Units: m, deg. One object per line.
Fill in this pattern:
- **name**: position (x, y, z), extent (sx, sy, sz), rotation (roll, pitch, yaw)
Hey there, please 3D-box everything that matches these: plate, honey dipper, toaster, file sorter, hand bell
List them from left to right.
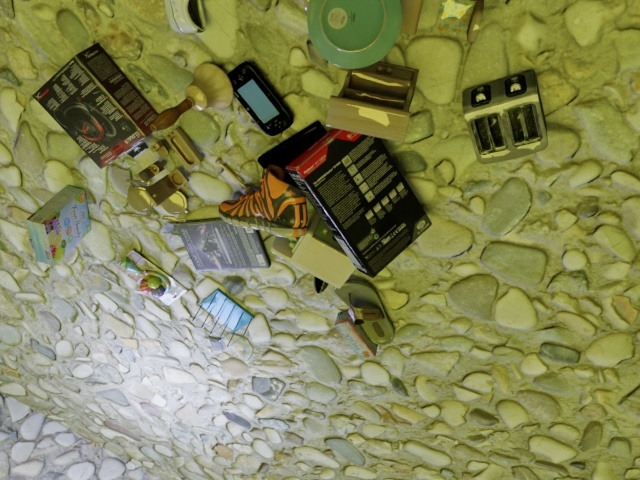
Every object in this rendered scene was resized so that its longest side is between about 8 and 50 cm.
- **hand bell**: position (-0.336, -0.334, 1.362), extent (0.126, 0.242, 0.126), rotation (20, 135, 21)
- **file sorter**: position (-0.345, 0.278, 1.938), extent (0.170, 0.104, 0.118), rotation (41, 128, -15)
- **honey dipper**: position (-0.245, -0.178, 1.606), extent (0.161, 0.030, 0.030), rotation (42, 127, -14)
- **plate**: position (0.063, -0.430, 1.064), extent (0.188, 0.024, 0.188), rotation (3, 107, 10)
- **toaster**: position (0.426, -0.275, 1.272), extent (0.168, 0.110, 0.185), rotation (-11, 123, 25)

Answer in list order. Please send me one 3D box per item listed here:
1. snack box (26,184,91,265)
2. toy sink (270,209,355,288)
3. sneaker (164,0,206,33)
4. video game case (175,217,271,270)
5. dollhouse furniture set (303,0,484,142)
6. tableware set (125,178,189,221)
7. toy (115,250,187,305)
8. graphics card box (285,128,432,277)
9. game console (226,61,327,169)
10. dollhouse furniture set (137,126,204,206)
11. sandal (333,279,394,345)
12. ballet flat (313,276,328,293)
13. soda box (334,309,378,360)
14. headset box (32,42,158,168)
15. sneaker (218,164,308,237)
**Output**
- **snack box**: position (-0.832, -0.051, 1.768), extent (0.070, 0.207, 0.174), rotation (14, 130, 6)
- **toy sink**: position (0.000, 0.000, 1.588), extent (0.234, 0.153, 0.131), rotation (29, 129, -5)
- **sneaker**: position (-0.317, -0.603, 1.262), extent (0.091, 0.094, 0.258), rotation (12, 140, 19)
- **video game case**: position (-0.313, 0.013, 1.776), extent (0.274, 0.026, 0.196), rotation (-3, 125, 20)
- **dollhouse furniture set**: position (0.141, -0.447, 1.133), extent (0.362, 0.256, 0.394), rotation (13, 129, 7)
- **tableware set**: position (-0.504, -0.128, 1.719), extent (0.194, 0.039, 0.128), rotation (6, 116, 6)
- **toy**: position (-0.610, 0.149, 1.951), extent (0.237, 0.056, 0.137), rotation (43, 128, -17)
- **graphics card box**: position (0.107, -0.114, 1.424), extent (0.371, 0.233, 0.094), rotation (53, 167, -23)
- **game console**: position (-0.121, -0.300, 1.464), extent (0.213, 0.044, 0.361), rotation (-26, 115, 31)
- **dollhouse furniture set**: position (-0.435, -0.210, 1.565), extent (0.151, 0.123, 0.144), rotation (-28, 106, 32)
- **sandal**: position (0.149, 0.239, 1.766), extent (0.120, 0.086, 0.303), rotation (-22, 117, 30)
- **ballet flat**: position (0.003, 0.094, 1.723), extent (0.057, 0.049, 0.173), rotation (5, 128, 12)
- **soda box**: position (0.121, 0.318, 1.850), extent (0.058, 0.063, 0.183), rotation (-21, 117, 30)
- **headset box**: position (-0.603, -0.353, 1.528), extent (0.218, 0.110, 0.293), rotation (-25, 116, 31)
- **sneaker**: position (-0.156, -0.123, 1.526), extent (0.321, 0.124, 0.180), rotation (12, 107, 35)
